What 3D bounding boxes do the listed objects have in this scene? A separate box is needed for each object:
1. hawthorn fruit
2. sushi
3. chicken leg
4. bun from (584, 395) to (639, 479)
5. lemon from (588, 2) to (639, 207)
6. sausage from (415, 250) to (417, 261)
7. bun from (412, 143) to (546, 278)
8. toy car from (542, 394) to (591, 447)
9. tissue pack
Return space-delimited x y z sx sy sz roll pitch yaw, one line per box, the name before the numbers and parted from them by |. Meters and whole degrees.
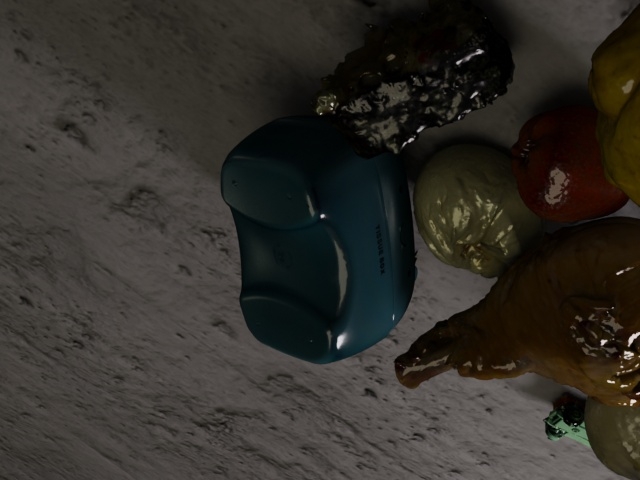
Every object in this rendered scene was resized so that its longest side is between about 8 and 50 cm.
hawthorn fruit | 0.286 -0.086 1.433 0.138 0.133 0.133 14 145 -12
sushi | 0.101 -0.187 1.410 0.212 0.147 0.115 -23 118 25
chicken leg | 0.283 0.127 1.544 0.409 0.182 0.295 -25 134 34
bun | 0.483 0.265 1.696 0.272 0.168 0.273 14 157 6
lemon | 0.416 -0.123 1.199 0.316 0.285 0.285 -11 135 11
sausage | 0.000 0.000 1.741 0.264 0.083 0.083 24 144 3
bun | 0.192 -0.026 1.566 0.164 0.111 0.188 0 135 22
toy car | 0.400 0.278 1.875 0.143 0.054 0.073 24 145 -6
tissue pack | 0.009 -0.012 1.582 0.198 0.206 0.287 12 120 40
